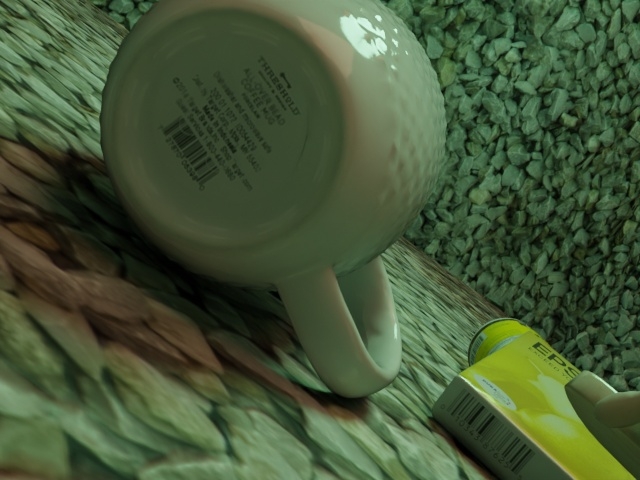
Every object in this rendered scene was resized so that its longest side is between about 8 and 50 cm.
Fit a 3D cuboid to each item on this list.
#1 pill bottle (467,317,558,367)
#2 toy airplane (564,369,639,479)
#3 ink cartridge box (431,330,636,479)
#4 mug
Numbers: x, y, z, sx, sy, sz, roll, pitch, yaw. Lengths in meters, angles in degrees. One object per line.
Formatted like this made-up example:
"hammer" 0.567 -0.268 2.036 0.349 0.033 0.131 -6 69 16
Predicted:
"pill bottle" 0.292 0.195 1.164 0.117 0.117 0.215 37 7 -11
"toy airplane" 0.325 0.232 0.450 0.386 0.272 0.384 39 6 3
"ink cartridge box" 0.309 0.227 0.880 0.303 0.072 0.307 40 29 22
"mug" -0.017 -0.048 0.690 0.328 0.276 0.374 -38 107 -77
